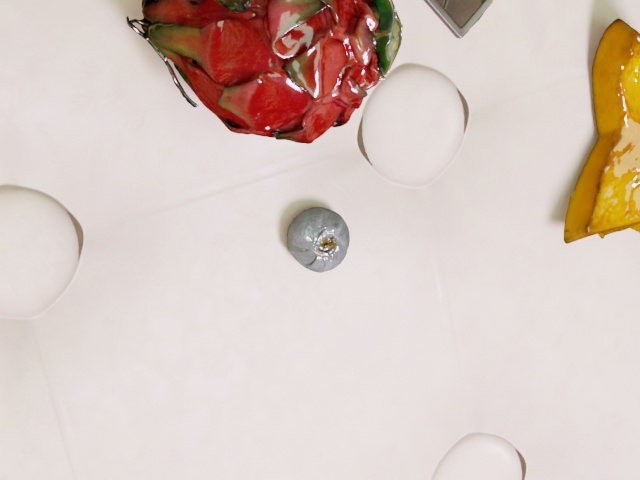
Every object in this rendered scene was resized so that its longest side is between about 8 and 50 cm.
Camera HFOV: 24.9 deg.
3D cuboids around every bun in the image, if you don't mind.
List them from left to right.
[{"bbox_3d":[0.000,0.000,1.709,0.083,0.045,0.083,-7,111,-20],"label":"bun"}]

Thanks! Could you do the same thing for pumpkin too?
[{"bbox_3d":[0.440,-0.116,1.858,0.258,0.095,0.290,9,96,-23],"label":"pumpkin"}]

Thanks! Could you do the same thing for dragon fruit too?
[{"bbox_3d":[-0.064,-0.221,1.549,0.293,0.234,0.234,15,98,9],"label":"dragon fruit"}]

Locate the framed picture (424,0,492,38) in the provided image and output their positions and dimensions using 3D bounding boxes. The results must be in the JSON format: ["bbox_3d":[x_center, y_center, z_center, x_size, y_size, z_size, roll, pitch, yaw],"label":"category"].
[{"bbox_3d":[0.189,-0.390,1.712,0.184,0.016,0.250,43,84,-28],"label":"framed picture"}]
